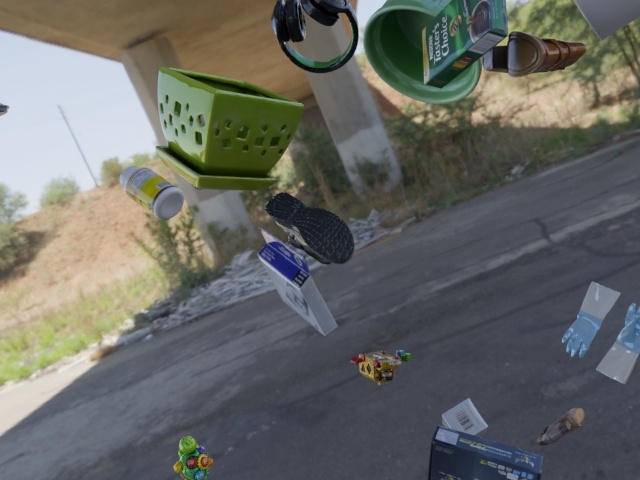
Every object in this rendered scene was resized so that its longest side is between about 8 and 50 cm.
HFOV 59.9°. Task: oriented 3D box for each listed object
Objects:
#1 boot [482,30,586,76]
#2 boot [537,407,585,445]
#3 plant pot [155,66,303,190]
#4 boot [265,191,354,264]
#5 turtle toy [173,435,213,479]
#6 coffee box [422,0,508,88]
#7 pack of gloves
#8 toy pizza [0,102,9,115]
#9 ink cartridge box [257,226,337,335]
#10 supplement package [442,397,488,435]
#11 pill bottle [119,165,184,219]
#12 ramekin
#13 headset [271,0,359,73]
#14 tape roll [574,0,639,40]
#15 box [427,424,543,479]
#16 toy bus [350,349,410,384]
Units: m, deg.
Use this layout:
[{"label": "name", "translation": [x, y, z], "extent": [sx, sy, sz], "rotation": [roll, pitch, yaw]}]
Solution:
[{"label": "boot", "translation": [0.388, -0.322, 0.956], "extent": [0.152, 0.073, 0.197], "rotation": [-4, 18, -6]}, {"label": "boot", "translation": [0.539, 0.421, 1.252], "extent": [0.118, 0.042, 0.087], "rotation": [-9, -32, -42]}, {"label": "plant pot", "translation": [-0.204, -0.225, 1.162], "extent": [0.228, 0.207, 0.227], "rotation": [-3, 26, -44]}, {"label": "boot", "translation": [0.000, 0.000, 1.153], "extent": [0.083, 0.161, 0.246], "rotation": [-47, 51, -11]}, {"label": "turtle toy", "translation": [-0.330, 0.570, 1.447], "extent": [0.066, 0.130, 0.095], "rotation": [-25, 11, 30]}, {"label": "coffee box", "translation": [0.230, -0.340, 0.909], "extent": [0.040, 0.113, 0.184], "rotation": [4, -11, -20]}, {"label": "pack of gloves", "translation": [0.816, 0.255, 1.575], "extent": [0.195, 0.232, 0.046], "rotation": [27, -1, 31]}, {"label": "toy pizza", "translation": [-0.589, -0.193, 0.852], "extent": [0.201, 0.032, 0.201], "rotation": [-13, 14, 3]}, {"label": "ink cartridge box", "translation": [-0.069, 0.096, 1.322], "extent": [0.045, 0.224, 0.223], "rotation": [-35, 34, -17]}, {"label": "supplement package", "translation": [0.468, 0.600, 1.806], "extent": [0.105, 0.105, 0.179], "rotation": [-31, -29, -4]}, {"label": "pill bottle", "translation": [-0.558, -0.163, 1.821], "extent": [0.215, 0.117, 0.117], "rotation": [32, 40, 25]}, {"label": "ramekin", "translation": [0.269, -0.494, 1.354], "extent": [0.303, 0.303, 0.148], "rotation": [-9, 47, 61]}, {"label": "headset", "translation": [-0.041, -0.701, 1.670], "extent": [0.243, 0.394, 0.185], "rotation": [-20, 39, 24]}, {"label": "tape roll", "translation": [0.505, -0.528, 1.046], "extent": [0.100, 0.286, 0.286], "rotation": [-30, 3, 34]}, {"label": "box", "translation": [0.360, 0.528, 1.235], "extent": [0.232, 0.183, 0.059], "rotation": [11, 30, 23]}, {"label": "toy bus", "translation": [0.220, 0.465, 2.003], "extent": [0.191, 0.104, 0.202], "rotation": [-2, 2, 23]}]
